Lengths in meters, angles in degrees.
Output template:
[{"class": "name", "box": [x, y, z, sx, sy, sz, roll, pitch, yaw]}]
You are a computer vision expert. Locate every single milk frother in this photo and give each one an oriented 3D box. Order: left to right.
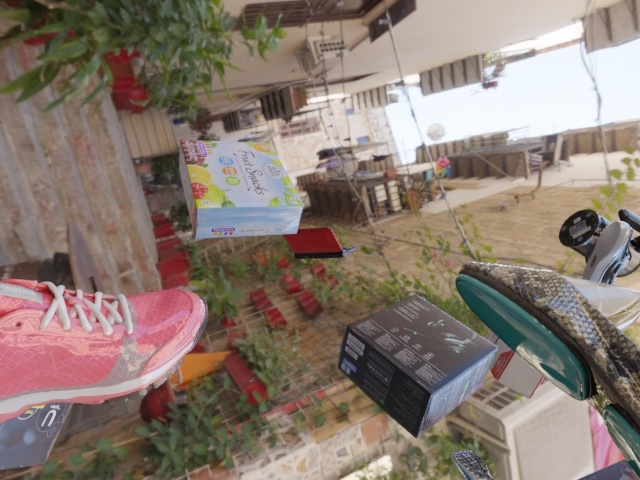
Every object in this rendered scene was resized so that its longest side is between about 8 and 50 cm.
[{"class": "milk frother", "box": [0.547, 0.026, 0.827, 0.129, 0.135, 0.143, -33, -149, 62]}]

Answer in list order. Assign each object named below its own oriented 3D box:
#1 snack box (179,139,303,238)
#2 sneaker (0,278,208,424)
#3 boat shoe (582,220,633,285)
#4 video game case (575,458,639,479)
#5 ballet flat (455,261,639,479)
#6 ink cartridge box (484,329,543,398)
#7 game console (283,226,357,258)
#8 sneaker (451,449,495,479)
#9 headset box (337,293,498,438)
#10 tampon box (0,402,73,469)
[{"class": "snack box", "box": [-0.145, -0.096, 0.767, 0.207, 0.175, 0.070, -116, -148, -42]}, {"class": "sneaker", "box": [-0.263, 0.095, 0.434, 0.116, 0.314, 0.136, 45, -41, 43]}, {"class": "boat shoe", "box": [0.427, 0.024, 0.642, 0.142, 0.040, 0.049, 79, 24, -50]}, {"class": "video game case", "box": [0.454, 0.440, 0.651, 0.183, 0.023, 0.201, -53, -170, 33]}, {"class": "ballet flat", "box": [0.373, 0.162, 0.525, 0.164, 0.182, 0.482, 60, -2, -42]}, {"class": "ink cartridge box", "box": [0.603, 0.323, 1.346, 0.197, 0.114, 0.273, -63, 173, 8]}, {"class": "game console", "box": [0.000, 0.000, 1.092, 0.144, 0.124, 0.085, -2, -78, 33]}, {"class": "sneaker", "box": [0.322, 0.509, 0.916, 0.162, 0.063, 0.073, -129, -129, -62]}, {"class": "headset box", "box": [0.229, 0.267, 1.022, 0.246, 0.283, 0.131, 33, -54, 38]}, {"class": "tampon box", "box": [-0.413, 0.198, 0.532, 0.120, 0.161, 0.101, 75, 31, -67]}]
